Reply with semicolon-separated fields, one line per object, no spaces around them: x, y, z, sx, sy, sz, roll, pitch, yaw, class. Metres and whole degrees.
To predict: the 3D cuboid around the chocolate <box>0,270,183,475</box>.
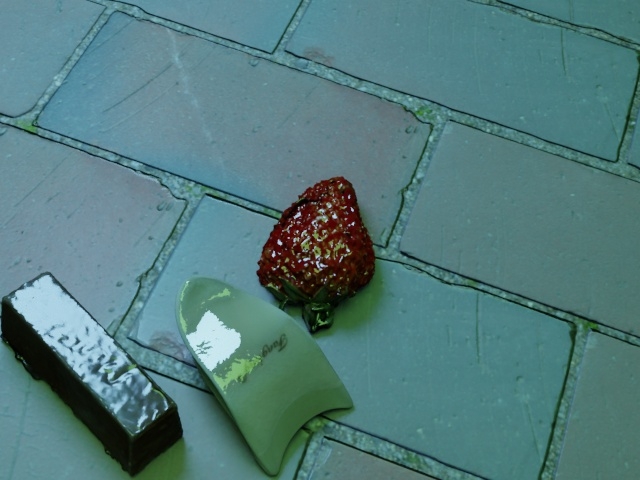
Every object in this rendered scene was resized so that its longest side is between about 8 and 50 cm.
-0.334;0.177;1.407;0.112;0.112;0.321;-36;67;-29;chocolate

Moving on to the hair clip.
-0.100;0.172;1.434;0.172;0.113;0.282;-37;67;-26;hair clip

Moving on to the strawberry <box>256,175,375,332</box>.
0.000;0.000;1.567;0.188;0.106;0.286;9;55;-2;strawberry
